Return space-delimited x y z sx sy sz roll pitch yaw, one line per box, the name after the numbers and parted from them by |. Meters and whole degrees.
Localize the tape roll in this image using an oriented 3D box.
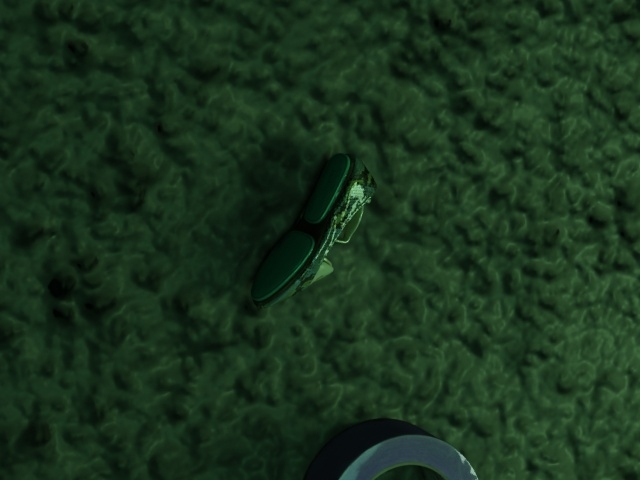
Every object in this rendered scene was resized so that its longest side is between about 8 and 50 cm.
0.076 0.293 1.583 0.189 0.080 0.189 -2 97 -21 | tape roll

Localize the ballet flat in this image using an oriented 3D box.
0.000 0.000 1.531 0.070 0.070 0.188 34 87 -21 | ballet flat
